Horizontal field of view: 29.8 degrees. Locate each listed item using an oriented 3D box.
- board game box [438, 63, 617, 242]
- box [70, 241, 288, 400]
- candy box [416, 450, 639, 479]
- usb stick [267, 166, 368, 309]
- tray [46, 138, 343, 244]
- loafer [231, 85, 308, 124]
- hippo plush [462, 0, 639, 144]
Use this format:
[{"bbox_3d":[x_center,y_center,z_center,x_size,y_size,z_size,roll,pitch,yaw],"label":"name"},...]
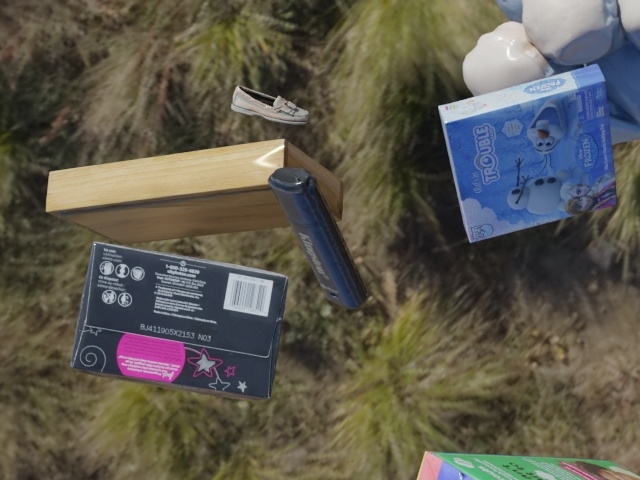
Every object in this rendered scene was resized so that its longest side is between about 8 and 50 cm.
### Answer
[{"bbox_3d":[0.119,-0.047,0.678,0.090,0.020,0.090,-14,130,5],"label":"board game box"},{"bbox_3d":[-0.181,0.106,1.527,0.247,0.163,0.142,11,169,-11],"label":"box"},{"bbox_3d":[0.204,0.358,1.192,0.122,0.317,0.268,21,97,44],"label":"candy box"},{"bbox_3d":[0.000,0.000,1.713,0.077,0.045,0.278,13,146,32],"label":"usb stick"},{"bbox_3d":[-0.193,-0.066,1.855,0.410,0.203,0.076,-5,73,25],"label":"tray"},{"bbox_3d":[-0.079,-0.214,1.906,0.125,0.045,0.039,12,116,3],"label":"loafer"},{"bbox_3d":[0.259,-0.218,1.031,0.294,0.237,0.234,-4,150,1],"label":"hippo plush"}]
